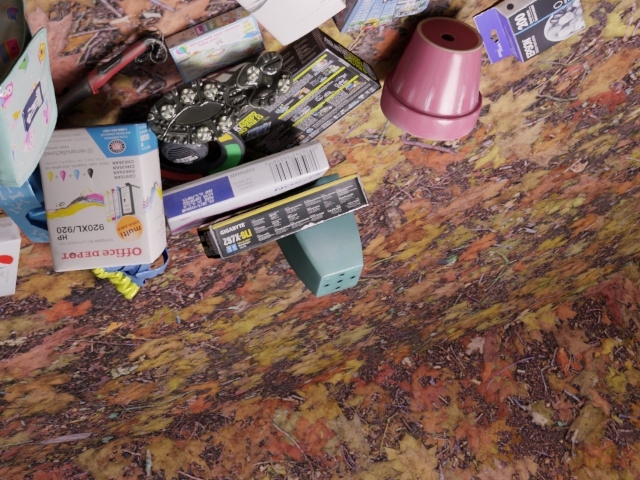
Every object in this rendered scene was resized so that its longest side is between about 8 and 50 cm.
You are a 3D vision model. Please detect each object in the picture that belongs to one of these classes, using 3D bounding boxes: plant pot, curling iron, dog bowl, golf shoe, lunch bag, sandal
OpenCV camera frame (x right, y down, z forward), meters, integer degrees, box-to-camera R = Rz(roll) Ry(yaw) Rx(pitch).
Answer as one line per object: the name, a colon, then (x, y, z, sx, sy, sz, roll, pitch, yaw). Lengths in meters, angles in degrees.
plant pot: (0.231, -0.324, 1.757, 0.201, 0.201, 0.180, -12, 137, -25)
plant pot: (0.000, 0.000, 2.114, 0.165, 0.234, 0.166, -16, 155, -17)
curling iron: (-0.365, -0.259, 1.497, 0.274, 0.035, 0.068, -33, 156, 9)
dog bowl: (-0.503, -0.098, 1.574, 0.074, 0.166, 0.297, -12, 155, 0)
golf shoe: (-0.180, -0.241, 1.571, 0.273, 0.105, 0.120, -27, -162, -22)
lunch bag: (-0.450, -0.230, 1.227, 0.160, 0.262, 0.223, -15, 153, -20)
sandal: (-0.421, 0.021, 1.933, 0.138, 0.126, 0.317, -28, 163, 0)

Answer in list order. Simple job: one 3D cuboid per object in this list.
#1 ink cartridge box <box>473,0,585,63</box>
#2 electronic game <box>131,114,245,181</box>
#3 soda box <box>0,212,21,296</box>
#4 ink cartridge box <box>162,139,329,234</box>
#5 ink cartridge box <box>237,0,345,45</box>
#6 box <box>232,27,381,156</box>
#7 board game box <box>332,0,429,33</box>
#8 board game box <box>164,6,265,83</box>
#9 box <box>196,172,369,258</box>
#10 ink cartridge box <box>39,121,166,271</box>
ink cartridge box: (0.431, -0.445, 1.848, 0.208, 0.045, 0.206, -29, 155, 12)
electronic game: (-0.255, -0.173, 1.692, 0.229, 0.048, 0.229, 0, 154, 0)
soda box: (-0.647, 0.033, 1.801, 0.074, 0.069, 0.216, -11, 153, -28)
ink cartridge box: (-0.161, -0.096, 1.835, 0.324, 0.071, 0.330, -20, 176, -8)
ink cartridge box: (-0.099, -0.423, 1.223, 0.117, 0.207, 0.283, -30, 154, 15)
box: (-0.044, -0.272, 1.746, 0.270, 0.060, 0.216, -35, 153, 22)
board game box: (0.128, -0.455, 1.539, 0.194, 0.060, 0.194, -15, 154, -19)
board game box: (-0.177, -0.335, 1.543, 0.154, 0.026, 0.103, -23, 156, -2)
box: (-0.086, -0.047, 1.893, 0.322, 0.079, 0.257, -21, -178, -13)
ink cartridge box: (-0.365, -0.079, 1.534, 0.171, 0.233, 0.168, -5, -170, 0)
